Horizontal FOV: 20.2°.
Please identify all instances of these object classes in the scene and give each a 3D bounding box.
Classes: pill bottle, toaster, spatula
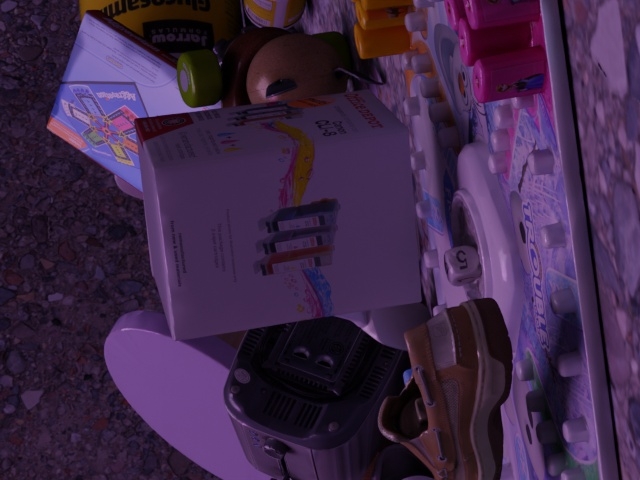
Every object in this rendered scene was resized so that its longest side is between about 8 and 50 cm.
[{"bbox_3d":[-0.178,-0.223,2.061,0.188,0.187,0.334,97,166,-65],"label":"pill bottle"},{"bbox_3d":[0.007,0.109,1.543,0.146,0.129,0.227,87,-155,-57],"label":"toaster"},{"bbox_3d":[-0.042,-0.258,1.781,0.116,0.065,0.065,109,150,-72],"label":"pill bottle"},{"bbox_3d":[0.000,0.000,1.420,0.242,0.019,0.168,19,-128,-46],"label":"spatula"}]

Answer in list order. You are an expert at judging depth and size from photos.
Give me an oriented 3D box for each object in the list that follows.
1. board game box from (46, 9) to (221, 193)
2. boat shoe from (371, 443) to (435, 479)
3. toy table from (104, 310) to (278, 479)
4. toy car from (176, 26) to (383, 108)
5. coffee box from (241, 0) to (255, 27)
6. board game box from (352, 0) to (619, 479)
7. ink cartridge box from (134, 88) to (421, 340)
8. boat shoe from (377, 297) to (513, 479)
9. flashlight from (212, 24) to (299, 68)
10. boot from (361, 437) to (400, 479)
[{"bbox_3d":[-0.165,-0.117,1.896,0.281,0.027,0.145,34,113,26],"label":"board game box"},{"bbox_3d":[0.079,0.234,1.459,0.258,0.095,0.084,-137,33,-75],"label":"boat shoe"},{"bbox_3d":[-0.082,0.128,1.888,0.274,0.252,0.161,53,-135,-27],"label":"toy table"},{"bbox_3d":[-0.020,-0.120,1.566,0.188,0.155,0.149,177,82,-69],"label":"toy car"},{"bbox_3d":[-0.053,-0.181,2.036,0.113,0.040,0.184,-112,14,-66],"label":"coffee box"},{"bbox_3d":[0.099,0.007,1.188,0.390,0.050,0.390,-134,35,-76],"label":"board game box"},{"bbox_3d":[-0.030,-0.022,1.241,0.128,0.176,0.127,-123,26,-68],"label":"ink cartridge box"},{"bbox_3d":[0.069,0.104,1.077,0.190,0.072,0.068,88,168,-47],"label":"boat shoe"},{"bbox_3d":[-0.045,-0.080,1.953,0.103,0.103,0.304,-65,-29,-53],"label":"flashlight"},{"bbox_3d":[0.043,0.204,1.820,0.248,0.090,0.207,102,168,-73],"label":"boot"}]
